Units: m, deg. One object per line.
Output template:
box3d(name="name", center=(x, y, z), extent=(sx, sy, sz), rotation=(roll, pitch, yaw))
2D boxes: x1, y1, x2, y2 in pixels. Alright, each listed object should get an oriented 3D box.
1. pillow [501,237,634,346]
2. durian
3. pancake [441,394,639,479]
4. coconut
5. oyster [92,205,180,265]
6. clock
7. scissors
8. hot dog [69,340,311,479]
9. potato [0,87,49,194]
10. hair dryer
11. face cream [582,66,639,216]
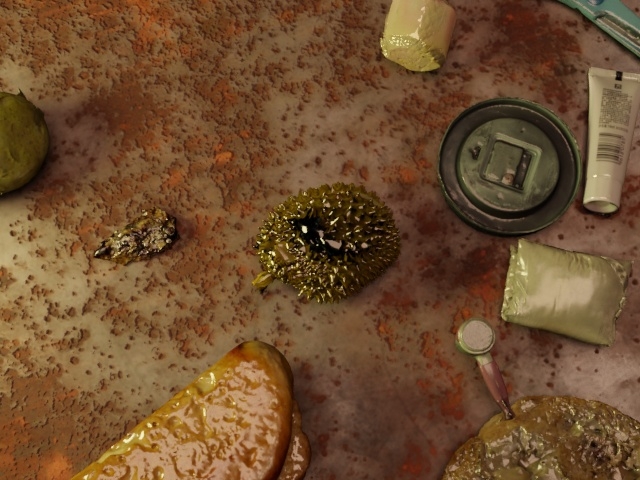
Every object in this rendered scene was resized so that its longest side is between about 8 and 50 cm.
box3d(name="pillow", center=(0.364, 0.077, 1.658), extent=(0.181, 0.078, 0.134), rotation=(14, 77, 5))
box3d(name="durian", center=(0.000, 0.000, 1.649), extent=(0.237, 0.138, 0.193), rotation=(-34, 79, -7))
box3d(name="pancake", center=(0.357, 0.407, 1.567), extent=(0.386, 0.082, 0.387), rotation=(-1, 66, 3))
box3d(name="coconut", center=(0.155, -0.340, 1.741), extent=(0.116, 0.116, 0.122), rotation=(13, 76, 4))
box3d(name="oyster", center=(-0.281, 0.001, 1.706), extent=(0.086, 0.029, 0.132), rotation=(41, 78, 9))
box3d(name="clock", center=(0.293, -0.113, 1.721), extent=(0.225, 0.049, 0.226), rotation=(0, 75, 1))
box3d(name="scissors", center=(0.444, -0.400, 1.796), extent=(0.393, 0.032, 0.180), rotation=(43, 80, 11))
box3d(name="hot dog", center=(-0.171, 0.333, 1.526), extent=(0.405, 0.185, 0.223), rotation=(-37, 86, -16))
box3d(name="potato", center=(-0.540, -0.137, 1.684), extent=(0.248, 0.143, 0.169), rotation=(-10, 66, -1))
box3d(name="hair dryer", center=(0.243, 0.193, 1.614), extent=(0.054, 0.106, 0.154), rotation=(-21, 76, -4))
box3d(name="face cream", center=(0.453, -0.160, 1.730), extent=(0.092, 0.058, 0.244), rotation=(10, 71, 9))
